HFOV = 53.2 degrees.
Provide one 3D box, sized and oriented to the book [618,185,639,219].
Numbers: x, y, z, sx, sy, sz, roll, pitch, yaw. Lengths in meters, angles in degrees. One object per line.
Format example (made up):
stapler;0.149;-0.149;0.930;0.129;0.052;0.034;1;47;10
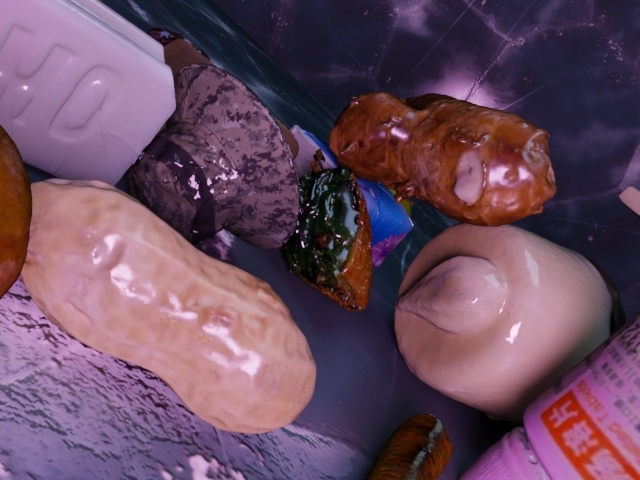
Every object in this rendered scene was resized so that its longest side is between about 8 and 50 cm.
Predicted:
book;0.468;0.055;0.717;0.264;0.027;0.202;38;16;-16

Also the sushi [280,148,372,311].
sushi;0.001;0.000;0.963;0.140;0.149;0.287;64;23;-48

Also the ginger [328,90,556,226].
ginger;0.165;-0.135;1.000;0.254;0.176;0.418;-14;31;-24

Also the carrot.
carrot;0.088;0.246;0.658;0.070;0.070;0.260;46;17;10

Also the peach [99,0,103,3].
peach;-0.404;-0.374;0.970;0.138;0.138;0.138;39;16;-14

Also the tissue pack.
tissue pack;0.032;-0.078;1.222;0.263;0.146;0.198;21;26;-53

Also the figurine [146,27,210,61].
figurine;-0.242;-0.291;1.161;0.240;0.116;0.175;49;17;18

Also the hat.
hat;-0.151;-0.071;0.761;0.128;0.265;0.265;-36;76;-33

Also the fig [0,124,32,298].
fig;-0.272;-0.042;0.424;0.170;0.145;0.274;36;5;-25

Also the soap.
soap;-0.296;-0.179;0.623;0.289;0.173;0.095;29;21;-43

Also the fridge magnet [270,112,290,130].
fridge magnet;-0.110;-0.210;1.325;0.208;0.088;0.208;38;17;-14

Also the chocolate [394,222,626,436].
chocolate;0.260;0.128;1.026;0.297;0.326;0.314;15;34;-26

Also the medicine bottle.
medicine bottle;0.365;0.241;0.751;0.219;0.388;0.219;40;17;-15

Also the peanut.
peanut;-0.125;0.053;0.528;0.290;0.130;0.130;38;16;-19

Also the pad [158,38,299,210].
pad;-0.179;-0.182;1.009;0.284;0.018;0.286;41;39;-8

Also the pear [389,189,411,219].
pear;0.123;-0.109;1.471;0.220;0.187;0.187;39;16;-22
